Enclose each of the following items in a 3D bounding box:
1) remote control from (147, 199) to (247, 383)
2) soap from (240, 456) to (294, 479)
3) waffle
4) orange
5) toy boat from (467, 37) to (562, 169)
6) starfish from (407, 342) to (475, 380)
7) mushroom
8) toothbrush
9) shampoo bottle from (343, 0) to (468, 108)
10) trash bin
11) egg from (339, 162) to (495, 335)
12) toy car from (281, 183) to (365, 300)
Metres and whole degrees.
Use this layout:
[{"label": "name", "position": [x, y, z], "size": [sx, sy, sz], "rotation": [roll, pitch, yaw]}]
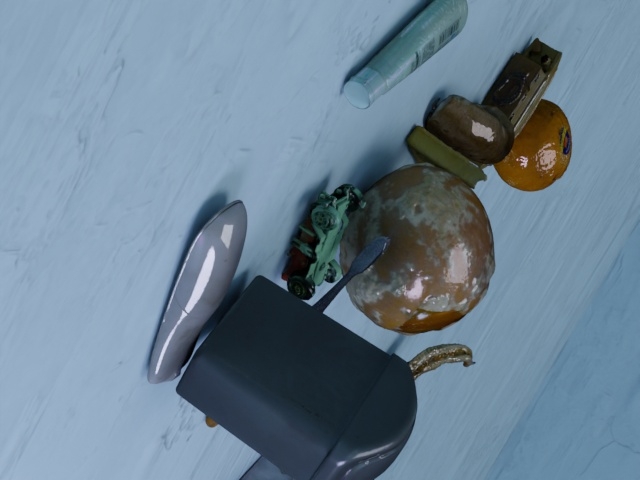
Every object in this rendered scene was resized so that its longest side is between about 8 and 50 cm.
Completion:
[{"label": "remote control", "position": [-0.118, 0.056, 1.524], "size": [0.073, 0.044, 0.229], "rotation": [-37, 154, -54]}, {"label": "soap", "position": [-0.031, 0.459, 2.044], "size": [0.258, 0.302, 0.159], "rotation": [-45, 151, -33]}, {"label": "waffle", "position": [0.175, -0.081, 1.945], "size": [0.032, 0.125, 0.191], "rotation": [-54, 159, -3]}, {"label": "orange", "position": [0.300, -0.136, 2.187], "size": [0.135, 0.117, 0.135], "rotation": [27, 58, -54]}, {"label": "toy boat", "position": [0.261, -0.188, 2.096], "size": [0.200, 0.057, 0.077], "rotation": [-57, 158, 1]}, {"label": "starfish", "position": [0.103, 0.267, 2.378], "size": [0.327, 0.094, 0.375], "rotation": [-46, 168, -3]}, {"label": "mushroom", "position": [0.201, -0.141, 1.968], "size": [0.072, 0.094, 0.210], "rotation": [-64, 166, 10]}, {"label": "toothbrush", "position": [-0.030, 0.109, 1.761], "size": [0.321, 0.023, 0.031], "rotation": [-46, 166, 15]}, {"label": "shampoo bottle", "position": [0.094, -0.204, 1.648], "size": [0.191, 0.041, 0.069], "rotation": [-44, 163, -36]}, {"label": "trash bin", "position": [-0.014, 0.162, 1.619], "size": [0.177, 0.236, 0.101], "rotation": [-52, 174, -46]}, {"label": "egg", "position": [0.117, 0.012, 1.838], "size": [0.195, 0.195, 0.233], "rotation": [-43, 161, -37]}, {"label": "toy car", "position": [0.000, 0.000, 1.728], "size": [0.073, 0.054, 0.143], "rotation": [-34, 150, -47]}]
